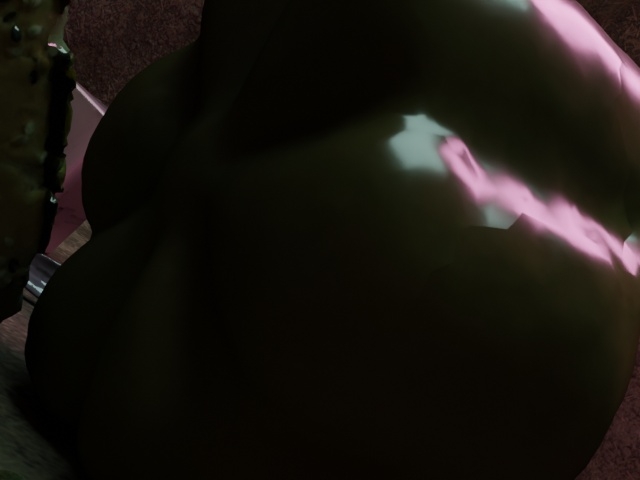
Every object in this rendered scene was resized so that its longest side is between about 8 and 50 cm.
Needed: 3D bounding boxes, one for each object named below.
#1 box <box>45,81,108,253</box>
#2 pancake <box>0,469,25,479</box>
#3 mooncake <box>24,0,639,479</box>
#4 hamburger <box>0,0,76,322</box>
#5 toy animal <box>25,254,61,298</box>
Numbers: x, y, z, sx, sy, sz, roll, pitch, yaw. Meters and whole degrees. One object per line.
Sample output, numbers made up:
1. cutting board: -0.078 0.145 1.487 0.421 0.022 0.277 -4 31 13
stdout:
1. box: -0.338 -0.090 1.347 0.106 0.203 0.251 47 -2 5
2. pancake: -0.236 0.089 0.485 0.254 0.037 0.253 32 0 0
3. mooncake: 0.000 0.000 0.750 0.262 0.467 0.467 30 1 -30
4. hamburger: -0.310 -0.102 0.712 0.277 0.317 0.195 2 13 -16
5. toy animal: -0.392 -0.046 1.115 0.367 0.081 0.205 30 -19 22
